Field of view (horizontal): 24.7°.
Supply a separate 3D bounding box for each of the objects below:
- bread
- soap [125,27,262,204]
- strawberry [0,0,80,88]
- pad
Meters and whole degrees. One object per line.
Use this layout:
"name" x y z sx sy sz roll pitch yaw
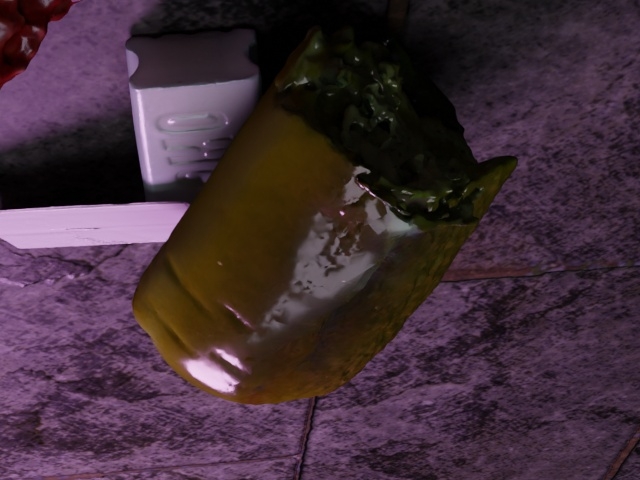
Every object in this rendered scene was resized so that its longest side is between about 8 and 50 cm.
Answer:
"bread" 0.000 0.000 1.360 0.251 0.208 0.376 -2 140 -47
"soap" -0.114 -0.110 1.365 0.119 0.066 0.198 -5 149 -4
"strawberry" -0.287 -0.214 0.970 0.336 0.265 0.149 -30 152 -8
"pad" -0.227 -0.014 1.476 0.232 0.004 0.156 -3 167 9
